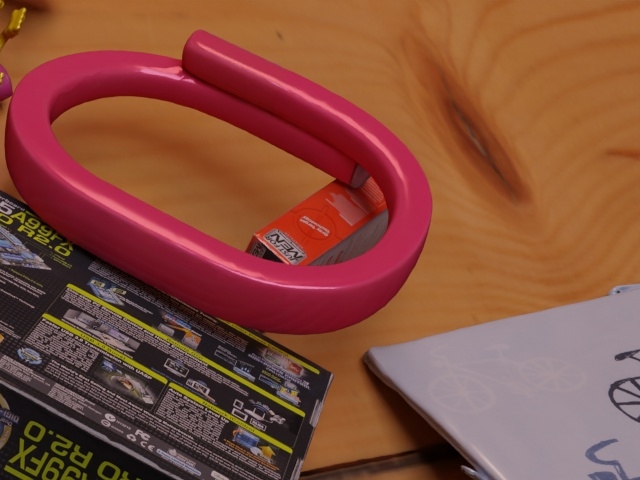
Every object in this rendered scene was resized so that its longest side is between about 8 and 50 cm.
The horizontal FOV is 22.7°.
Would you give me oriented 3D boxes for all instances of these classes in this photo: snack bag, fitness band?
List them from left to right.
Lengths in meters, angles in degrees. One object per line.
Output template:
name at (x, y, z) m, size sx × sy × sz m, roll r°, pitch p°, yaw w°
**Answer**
fitness band at (-0.068, -0.044, 1.055) m, size 0.291 × 0.054 × 0.209 m, roll 26°, pitch 43°, yaw 11°
snack bag at (0.232, 0.140, 1.083) m, size 0.323 × 0.037 × 0.342 m, roll -11°, pitch 35°, yaw -33°

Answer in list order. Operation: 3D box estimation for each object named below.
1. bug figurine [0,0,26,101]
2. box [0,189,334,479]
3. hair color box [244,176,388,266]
bug figurine at (-0.291, -0.199, 1.132) m, size 0.216 × 0.072 × 0.279 m, roll 30°, pitch 49°, yaw -18°
box at (-0.134, 0.079, 0.942) m, size 0.270 × 0.060 × 0.216 m, roll 29°, pitch 20°, yaw -3°
hair color box at (0.000, 0.000, 1.127) m, size 0.043 × 0.072 × 0.141 m, roll 42°, pitch 45°, yaw 13°
